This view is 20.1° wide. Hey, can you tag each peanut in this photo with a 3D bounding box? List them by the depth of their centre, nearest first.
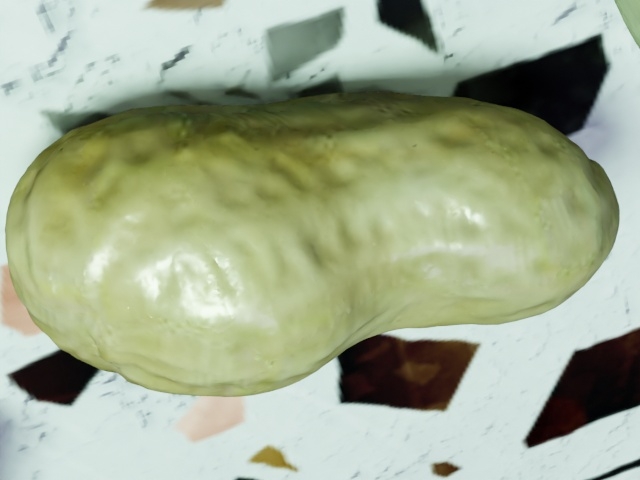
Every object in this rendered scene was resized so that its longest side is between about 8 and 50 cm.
[{"bbox_3d":[0.000,0.000,0.690,0.236,0.120,0.110,-4,97,-8],"label":"peanut"}]

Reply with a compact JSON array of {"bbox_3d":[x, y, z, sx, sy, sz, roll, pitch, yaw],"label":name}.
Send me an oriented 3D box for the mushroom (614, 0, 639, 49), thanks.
[{"bbox_3d":[0.253,-0.141,0.531,0.352,0.260,0.352,-14,141,-12],"label":"mushroom"}]
